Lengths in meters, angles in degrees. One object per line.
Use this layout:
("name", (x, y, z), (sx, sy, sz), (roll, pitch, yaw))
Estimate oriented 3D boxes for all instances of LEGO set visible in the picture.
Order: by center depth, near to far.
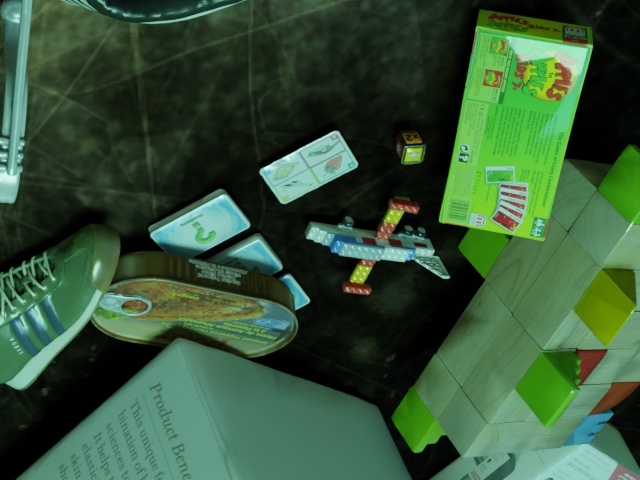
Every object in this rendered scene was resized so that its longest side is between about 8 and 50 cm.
("LEGO set", (0.000, 0.000, 0.995), (0.244, 0.060, 0.182), (-27, 136, 7))

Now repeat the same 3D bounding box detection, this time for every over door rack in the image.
("over door rack", (-0.288, -0.187, 0.693), (0.240, 0.108, 0.324), (3, 116, -25))

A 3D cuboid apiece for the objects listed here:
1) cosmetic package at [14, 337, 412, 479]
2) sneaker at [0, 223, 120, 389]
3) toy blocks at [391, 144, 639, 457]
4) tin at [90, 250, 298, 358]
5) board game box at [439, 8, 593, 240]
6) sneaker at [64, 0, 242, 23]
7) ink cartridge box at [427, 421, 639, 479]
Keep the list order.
("cosmetic package", (-0.110, 0.363, 1.060), (0.394, 0.329, 0.327), (-40, 142, 18))
("sneaker", (-0.250, 0.055, 0.941), (0.086, 0.064, 0.192), (17, 126, -38))
("toy blocks", (0.275, 0.073, 1.106), (0.261, 0.190, 0.381), (4, 127, -39))
("tin", (-0.111, 0.059, 1.000), (0.190, 0.040, 0.106), (14, 137, -26))
("board game box", (0.160, -0.094, 0.938), (0.092, 0.043, 0.181), (10, 122, 5))
("sneaker", (0.029, -0.268, 0.579), (0.447, 0.257, 0.169), (-45, 132, 0))
("ink cartridge box", (0.248, 0.291, 1.332), (0.218, 0.092, 0.159), (-40, 132, 19))
